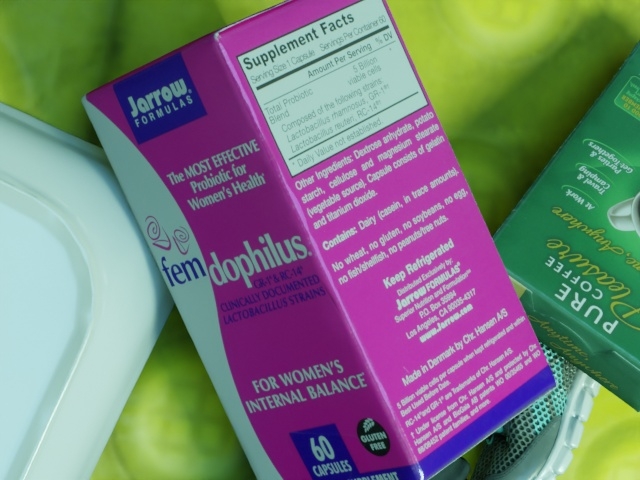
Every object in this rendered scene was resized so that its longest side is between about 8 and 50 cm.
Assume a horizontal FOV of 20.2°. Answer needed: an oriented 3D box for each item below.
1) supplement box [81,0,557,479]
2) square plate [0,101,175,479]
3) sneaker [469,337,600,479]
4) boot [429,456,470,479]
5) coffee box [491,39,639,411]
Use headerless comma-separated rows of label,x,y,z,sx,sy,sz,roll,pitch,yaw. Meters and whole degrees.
supplement box,0.000,0.000,0.846,0.114,0.111,0.220,-28,96,-42
square plate,-0.260,0.061,0.799,0.347,0.049,0.344,27,79,-17
sneaker,0.104,0.069,0.929,0.076,0.065,0.166,34,69,-7
boot,0.032,0.246,0.868,0.246,0.094,0.207,-43,98,-10
coffee box,0.166,-0.014,0.922,0.113,0.040,0.184,35,60,6
